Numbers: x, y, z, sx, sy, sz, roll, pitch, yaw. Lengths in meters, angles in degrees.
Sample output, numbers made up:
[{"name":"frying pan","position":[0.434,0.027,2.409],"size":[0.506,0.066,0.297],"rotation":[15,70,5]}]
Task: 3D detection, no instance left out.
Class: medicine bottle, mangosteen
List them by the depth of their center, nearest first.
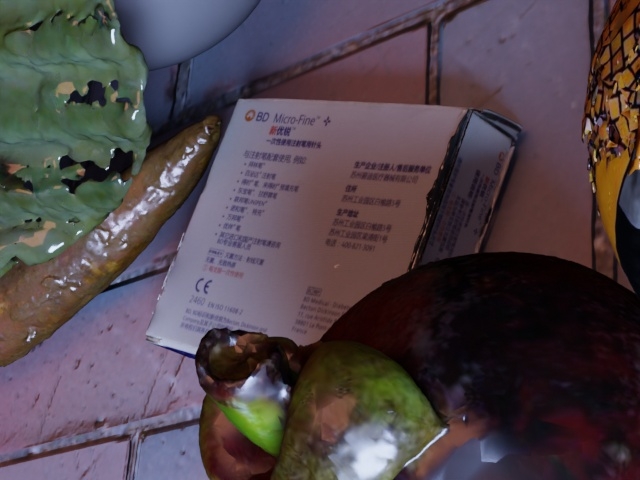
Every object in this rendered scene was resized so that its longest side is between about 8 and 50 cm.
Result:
[{"name":"mangosteen","position":[0.060,0.101,0.549],"size":[0.216,0.216,0.216],"rotation":[-23,53,34]},{"name":"medicine bottle","position":[0.000,0.000,0.784],"size":[0.201,0.052,0.171],"rotation":[7,73,47]}]

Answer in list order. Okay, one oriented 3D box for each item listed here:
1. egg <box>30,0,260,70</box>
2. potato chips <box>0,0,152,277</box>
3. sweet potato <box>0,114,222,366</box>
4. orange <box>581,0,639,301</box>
[{"name":"egg","position":[-0.138,-0.198,0.935],"size":[0.232,0.176,0.176],"rotation":[-14,58,33]},{"name":"potato chips","position":[-0.287,-0.139,0.881],"size":[0.389,0.097,0.373],"rotation":[-28,86,28]},{"name":"sweet potato","position":[-0.174,0.020,0.937],"size":[0.314,0.066,0.072],"rotation":[-36,55,21]},{"name":"orange","position":[0.212,-0.045,0.492],"size":[0.234,0.182,0.234],"rotation":[-15,38,12]}]
